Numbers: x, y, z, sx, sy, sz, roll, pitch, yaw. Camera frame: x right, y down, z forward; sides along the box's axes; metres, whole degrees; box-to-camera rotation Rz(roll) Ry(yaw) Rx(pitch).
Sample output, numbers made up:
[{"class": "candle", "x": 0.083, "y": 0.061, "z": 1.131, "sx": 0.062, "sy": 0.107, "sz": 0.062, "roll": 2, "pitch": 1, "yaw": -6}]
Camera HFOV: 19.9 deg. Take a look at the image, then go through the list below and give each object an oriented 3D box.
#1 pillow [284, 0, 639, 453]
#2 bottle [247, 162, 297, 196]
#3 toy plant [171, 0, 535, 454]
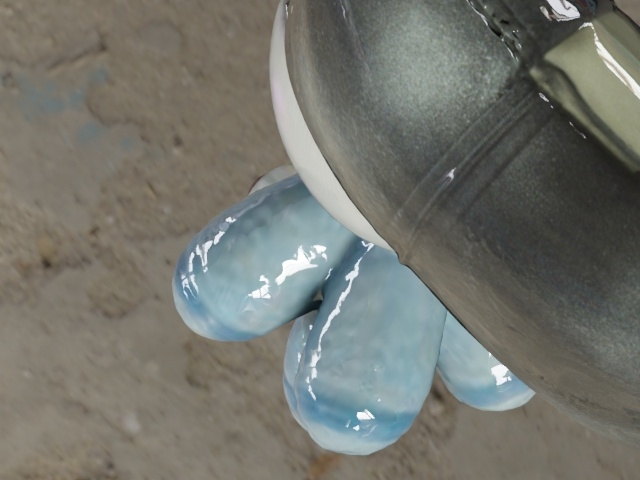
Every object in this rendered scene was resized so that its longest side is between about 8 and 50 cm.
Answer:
[{"class": "pillow", "x": 0.076, "y": -0.019, "z": 0.607, "sx": 0.106, "sy": 0.186, "sz": 0.250, "roll": -40, "pitch": 82, "yaw": -10}, {"class": "bottle", "x": 0.000, "y": 0.000, "z": 1.611, "sx": 0.104, "sy": 0.104, "sz": 0.245, "roll": -39, "pitch": 34, "yaw": -7}, {"class": "toy plant", "x": 0.044, "y": 0.001, "z": 1.117, "sx": 0.247, "sy": 0.332, "sz": 0.247, "roll": 13, "pitch": 39, "yaw": -10}]
